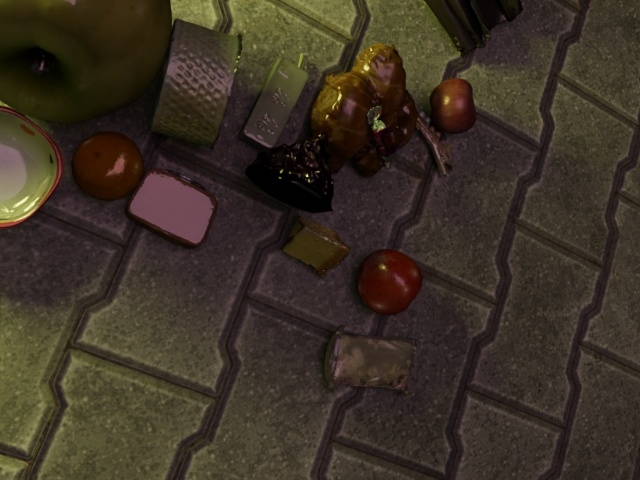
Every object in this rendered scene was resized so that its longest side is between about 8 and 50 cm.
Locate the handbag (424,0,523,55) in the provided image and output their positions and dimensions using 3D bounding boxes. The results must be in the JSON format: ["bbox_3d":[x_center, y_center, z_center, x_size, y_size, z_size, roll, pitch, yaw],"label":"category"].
[{"bbox_3d":[0.445,-0.700,1.998,0.285,0.113,0.257,-41,107,-22],"label":"handbag"}]

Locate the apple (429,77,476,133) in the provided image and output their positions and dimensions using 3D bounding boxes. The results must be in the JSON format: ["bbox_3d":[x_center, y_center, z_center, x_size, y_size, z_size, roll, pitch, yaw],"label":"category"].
[{"bbox_3d":[0.361,-0.364,1.899,0.120,0.153,0.153,-8,86,14],"label":"apple"}]

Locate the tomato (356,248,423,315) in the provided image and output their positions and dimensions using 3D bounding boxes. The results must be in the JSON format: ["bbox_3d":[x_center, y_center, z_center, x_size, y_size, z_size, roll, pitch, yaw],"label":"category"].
[{"bbox_3d":[0.172,0.097,1.756,0.167,0.167,0.167,3,82,-22],"label":"tomato"}]

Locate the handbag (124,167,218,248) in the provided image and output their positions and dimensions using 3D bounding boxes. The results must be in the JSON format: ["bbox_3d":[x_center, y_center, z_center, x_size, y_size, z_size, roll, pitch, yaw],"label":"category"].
[{"bbox_3d":[-0.339,-0.077,1.611,0.193,0.072,0.151,29,73,-15],"label":"handbag"}]

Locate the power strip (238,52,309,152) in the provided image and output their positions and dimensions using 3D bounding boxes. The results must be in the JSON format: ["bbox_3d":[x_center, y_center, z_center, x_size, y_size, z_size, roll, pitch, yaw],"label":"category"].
[{"bbox_3d":[-0.106,-0.361,1.753,0.093,0.053,0.288,29,75,-17],"label":"power strip"}]

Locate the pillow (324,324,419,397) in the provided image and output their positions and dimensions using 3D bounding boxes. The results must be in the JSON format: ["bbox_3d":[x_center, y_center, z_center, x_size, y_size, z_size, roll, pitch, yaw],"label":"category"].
[{"bbox_3d":[0.125,0.310,1.763,0.255,0.059,0.169,11,80,-23],"label":"pillow"}]

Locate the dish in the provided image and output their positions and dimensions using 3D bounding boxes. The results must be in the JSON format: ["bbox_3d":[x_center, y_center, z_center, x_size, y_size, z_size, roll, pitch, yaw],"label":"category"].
[{"bbox_3d":[-0.674,-0.144,1.454,0.256,0.117,0.256,3,83,-22],"label":"dish"}]

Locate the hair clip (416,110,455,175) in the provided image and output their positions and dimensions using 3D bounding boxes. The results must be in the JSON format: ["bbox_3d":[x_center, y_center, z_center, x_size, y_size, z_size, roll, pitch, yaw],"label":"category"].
[{"bbox_3d":[0.309,-0.278,1.912,0.056,0.062,0.214,-36,99,-34],"label":"hair clip"}]

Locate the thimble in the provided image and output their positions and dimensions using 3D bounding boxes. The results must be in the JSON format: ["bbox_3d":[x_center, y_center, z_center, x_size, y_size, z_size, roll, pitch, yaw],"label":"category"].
[{"bbox_3d":[-0.284,-0.354,1.565,0.150,0.271,0.271,13,79,-18],"label":"thimble"}]

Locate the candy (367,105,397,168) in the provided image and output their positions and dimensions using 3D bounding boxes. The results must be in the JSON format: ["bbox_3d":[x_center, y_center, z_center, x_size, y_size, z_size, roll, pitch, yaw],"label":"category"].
[{"bbox_3d":[0.158,-0.250,1.723,0.045,0.043,0.175,-36,128,-13],"label":"candy"}]

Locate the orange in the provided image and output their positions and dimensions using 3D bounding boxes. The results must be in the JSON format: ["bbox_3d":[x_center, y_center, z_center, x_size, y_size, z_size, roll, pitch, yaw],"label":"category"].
[{"bbox_3d":[-0.468,-0.163,1.537,0.156,0.124,0.156,-1,72,4],"label":"orange"}]

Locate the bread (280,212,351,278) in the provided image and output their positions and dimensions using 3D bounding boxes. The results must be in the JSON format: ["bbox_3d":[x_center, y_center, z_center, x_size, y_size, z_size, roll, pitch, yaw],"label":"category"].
[{"bbox_3d":[0.000,0.000,1.705,0.147,0.152,0.127,29,65,-15],"label":"bread"}]

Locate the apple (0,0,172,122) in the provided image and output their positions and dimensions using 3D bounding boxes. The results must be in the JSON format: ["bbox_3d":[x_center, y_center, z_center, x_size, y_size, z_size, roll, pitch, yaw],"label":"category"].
[{"bbox_3d":[-0.519,-0.477,1.390,0.473,0.473,0.473,3,82,-22],"label":"apple"}]

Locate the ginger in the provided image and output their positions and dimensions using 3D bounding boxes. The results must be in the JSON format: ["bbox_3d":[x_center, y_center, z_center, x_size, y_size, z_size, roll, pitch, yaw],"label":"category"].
[{"bbox_3d":[0.106,-0.316,1.788,0.357,0.152,0.274,-45,130,-17],"label":"ginger"}]

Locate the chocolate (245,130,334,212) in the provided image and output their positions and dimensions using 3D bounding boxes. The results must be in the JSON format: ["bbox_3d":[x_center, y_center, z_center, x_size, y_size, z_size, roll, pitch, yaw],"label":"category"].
[{"bbox_3d":[-0.049,-0.189,1.656,0.206,0.224,0.177,28,78,-20],"label":"chocolate"}]
